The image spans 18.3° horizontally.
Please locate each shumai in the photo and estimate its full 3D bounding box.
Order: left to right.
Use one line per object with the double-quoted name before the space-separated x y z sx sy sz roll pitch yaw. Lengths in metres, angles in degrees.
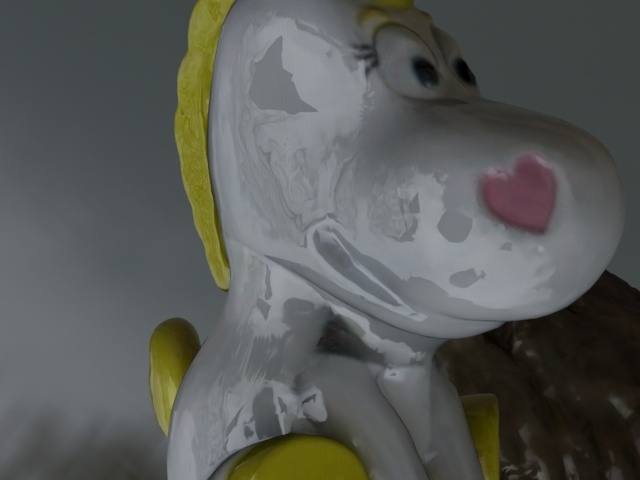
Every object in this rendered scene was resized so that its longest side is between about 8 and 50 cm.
"shumai" 0.093 0.155 1.009 0.346 0.217 0.283 66 166 -14

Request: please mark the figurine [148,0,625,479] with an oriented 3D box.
"figurine" 0.006 0.001 0.494 0.109 0.178 0.130 -8 -150 -45
